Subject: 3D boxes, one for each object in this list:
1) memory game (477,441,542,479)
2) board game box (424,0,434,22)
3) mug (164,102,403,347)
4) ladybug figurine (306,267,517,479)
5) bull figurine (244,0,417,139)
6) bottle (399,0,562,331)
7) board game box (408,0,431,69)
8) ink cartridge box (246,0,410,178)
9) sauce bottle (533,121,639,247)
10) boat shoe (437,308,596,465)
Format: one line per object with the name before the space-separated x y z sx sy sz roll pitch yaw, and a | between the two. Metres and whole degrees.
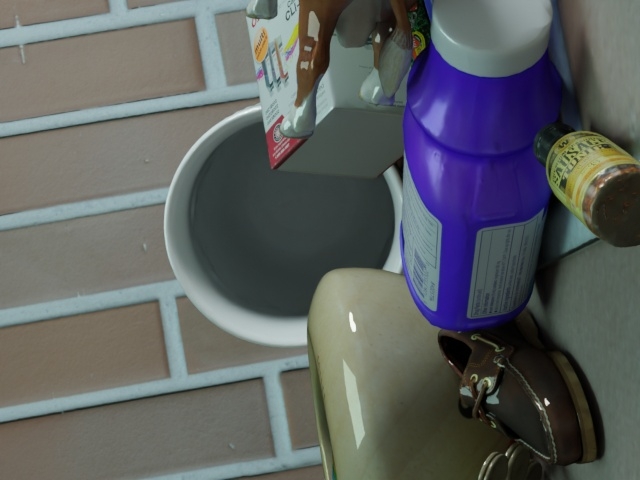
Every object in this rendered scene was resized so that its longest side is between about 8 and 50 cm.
memory game | 0.122 0.240 0.936 0.186 0.012 0.186 -30 -52 -49
board game box | 0.079 -0.294 0.862 0.213 0.046 0.317 86 173 -54
mug | 0.000 0.000 1.532 0.374 0.276 0.328 50 -173 -5
ladybug figurine | 0.085 0.190 1.149 0.449 0.162 0.305 87 172 -61
bull figurine | 0.006 -0.203 0.788 0.310 0.101 0.188 -99 13 -56
bottle | 0.099 -0.052 0.794 0.283 0.092 0.118 86 176 -57
board game box | 0.066 -0.228 1.051 0.136 0.030 0.259 43 -150 -68
ink cartridge box | 0.020 -0.168 1.192 0.128 0.127 0.176 -41 53 52
sauce bottle | 0.137 -0.033 0.637 0.128 0.042 0.042 -114 15 -71
boat shoe | 0.133 0.104 0.874 0.207 0.073 0.073 -117 19 -75
